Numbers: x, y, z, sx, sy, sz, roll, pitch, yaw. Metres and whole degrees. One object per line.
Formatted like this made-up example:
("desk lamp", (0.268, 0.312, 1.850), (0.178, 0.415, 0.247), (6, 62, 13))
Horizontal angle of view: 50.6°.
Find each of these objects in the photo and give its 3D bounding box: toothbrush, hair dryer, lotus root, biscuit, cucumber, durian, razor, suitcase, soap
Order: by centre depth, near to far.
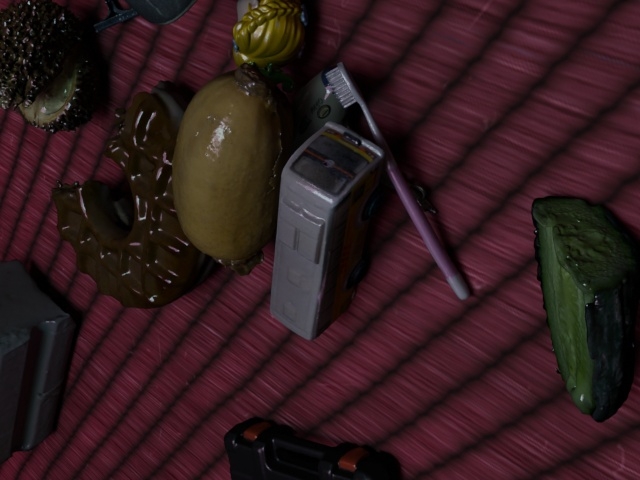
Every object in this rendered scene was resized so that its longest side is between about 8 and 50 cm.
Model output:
("cucumber", (0.252, 0.061, 0.621), (0.115, 0.085, 0.193), (-115, 18, -72))
("toothbrush", (0.085, -0.057, 0.718), (0.025, 0.020, 0.286), (-28, 100, 18))
("lotus root", (-0.104, -0.074, 0.775), (0.130, 0.146, 0.303), (13, 141, -1))
("hair dryer", (0.027, -0.087, 0.789), (0.199, 0.067, 0.167), (52, 142, -7))
("suitcase", (-0.010, 0.375, 0.963), (0.285, 0.066, 0.206), (2, 107, 39))
("razor", (-0.327, -0.390, 0.978), (0.066, 0.033, 0.190), (-25, 84, -2))
("biscuit", (-0.255, -0.040, 0.988), (0.366, 0.115, 0.268), (-33, 84, 44))
("durian", (-0.402, -0.262, 1.003), (0.167, 0.196, 0.196), (32, 124, 16))
("soap", (-0.696, 0.277, 1.321), (0.213, 0.350, 0.435), (41, 130, 21))

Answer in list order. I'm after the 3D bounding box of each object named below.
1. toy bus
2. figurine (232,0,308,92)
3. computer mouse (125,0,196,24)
("toy bus", (0.000, 0.000, 0.765), (0.092, 0.106, 0.268), (33, 142, 19))
("figurine", (-0.044, -0.241, 0.756), (0.114, 0.095, 0.156), (3, 90, 20))
("computer mouse", (-0.197, -0.397, 0.636), (0.167, 0.090, 0.379), (9, 118, 35))
